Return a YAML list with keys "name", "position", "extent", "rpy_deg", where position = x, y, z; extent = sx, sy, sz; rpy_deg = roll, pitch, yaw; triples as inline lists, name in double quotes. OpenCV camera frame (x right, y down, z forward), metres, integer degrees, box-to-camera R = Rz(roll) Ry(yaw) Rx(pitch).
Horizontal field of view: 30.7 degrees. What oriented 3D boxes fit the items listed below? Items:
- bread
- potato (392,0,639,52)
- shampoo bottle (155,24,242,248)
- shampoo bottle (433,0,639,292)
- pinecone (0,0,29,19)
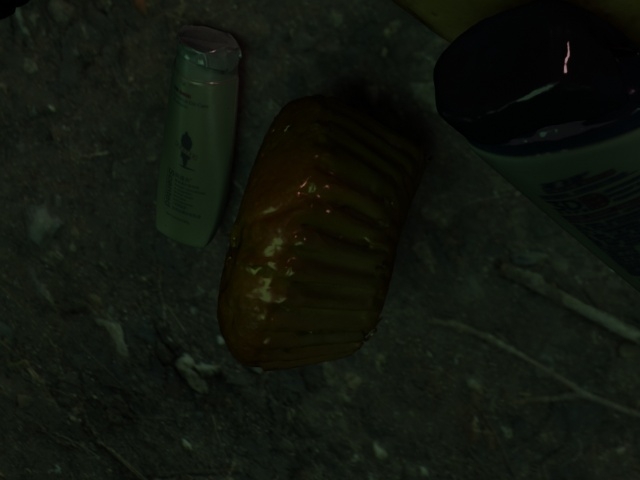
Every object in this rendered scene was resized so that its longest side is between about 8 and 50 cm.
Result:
- name: "bread"
  position: [-0.004, 0.001, 0.962]
  extent: [0.139, 0.240, 0.240]
  rpy_deg: [19, 128, 1]
- name: "potato"
  position: [0.173, -0.210, 0.749]
  extent: [0.242, 0.242, 0.285]
  rpy_deg: [44, 126, -1]
- name: "shampoo bottle"
  position: [-0.115, -0.093, 1.078]
  extent: [0.072, 0.049, 0.212]
  rpy_deg: [23, 127, 20]
- name: "shampoo bottle"
  position: [0.221, -0.039, 0.777]
  extent: [0.134, 0.078, 0.359]
  rpy_deg: [-17, 146, 34]
- name: "pinecone"
  position: [-0.294, -0.296, 0.948]
  extent: [0.224, 0.224, 0.272]
  rpy_deg: [51, 142, -8]
